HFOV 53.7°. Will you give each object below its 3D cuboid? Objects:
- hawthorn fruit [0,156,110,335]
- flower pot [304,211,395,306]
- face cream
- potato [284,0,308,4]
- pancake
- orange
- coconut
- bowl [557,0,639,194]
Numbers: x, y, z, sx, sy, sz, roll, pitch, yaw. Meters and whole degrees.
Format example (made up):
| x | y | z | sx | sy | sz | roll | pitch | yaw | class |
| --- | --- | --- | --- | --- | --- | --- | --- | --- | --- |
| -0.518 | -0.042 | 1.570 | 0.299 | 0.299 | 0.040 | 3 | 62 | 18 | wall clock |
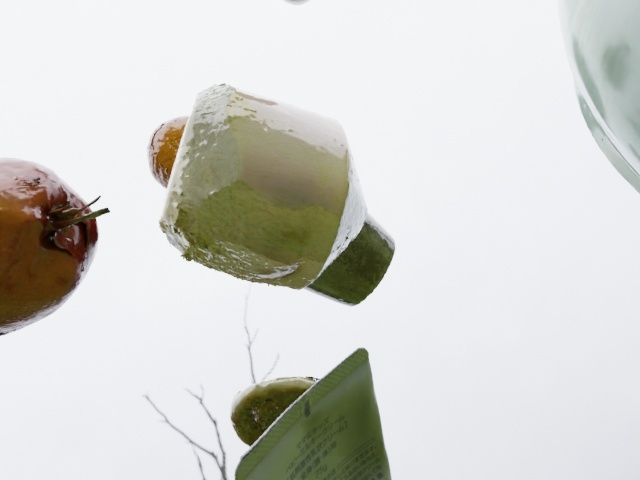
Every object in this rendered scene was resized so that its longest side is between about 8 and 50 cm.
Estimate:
| x | y | z | sx | sy | sz | roll | pitch | yaw | class |
| --- | --- | --- | --- | --- | --- | --- | --- | --- | --- |
| -0.346 | 0.000 | 0.703 | 0.298 | 0.211 | 0.211 | -10 | -37 | 31 | hawthorn fruit |
| 0.000 | 0.000 | 1.617 | 0.330 | 0.294 | 0.294 | 34 | -77 | -13 | flower pot |
| 0.010 | 0.184 | 0.383 | 0.114 | 0.070 | 0.224 | -34 | -60 | -43 | face cream |
| -0.051 | -0.543 | 1.171 | 0.141 | 0.298 | 0.176 | 13 | -95 | -3 | potato |
| -0.054 | 0.359 | 1.246 | 0.282 | 0.049 | 0.283 | 6 | -51 | 7 | pancake |
| -0.303 | -0.195 | 1.461 | 0.193 | 0.193 | 0.161 | -30 | -14 | -9 | orange |
| -0.078 | -0.071 | 0.985 | 0.309 | 0.297 | 0.298 | 17 | -66 | -14 | coconut |
| 0.256 | -0.107 | 0.334 | 0.307 | 0.307 | 0.163 | -8 | -24 | -26 | bowl |
